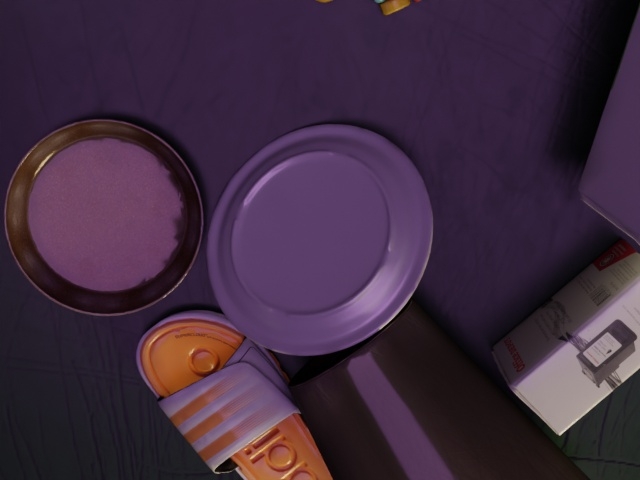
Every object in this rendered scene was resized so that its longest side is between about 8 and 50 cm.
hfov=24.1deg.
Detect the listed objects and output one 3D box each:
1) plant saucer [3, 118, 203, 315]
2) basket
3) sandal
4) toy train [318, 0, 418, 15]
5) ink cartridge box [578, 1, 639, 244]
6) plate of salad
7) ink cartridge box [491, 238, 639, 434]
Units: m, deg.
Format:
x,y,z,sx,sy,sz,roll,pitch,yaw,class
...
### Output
x,y,z,sx,sy,sz,roll,pitch,yaw,class
-0.182,-0.021,1.272,0.169,0.029,0.168,0,101,1,plant saucer
0.087,0.176,1.249,0.204,0.154,0.227,-37,94,-9,basket
-0.049,0.169,1.282,0.102,0.076,0.265,-41,98,7,sandal
0.024,-0.251,1.220,0.166,0.046,0.125,15,100,-2,toy train
0.365,-0.088,1.159,0.273,0.115,0.198,7,110,-23,ink cartridge box
0.000,0.000,1.238,0.200,0.048,0.199,-7,71,20,plate of salad
0.224,0.078,1.248,0.150,0.109,0.063,-42,101,7,ink cartridge box
